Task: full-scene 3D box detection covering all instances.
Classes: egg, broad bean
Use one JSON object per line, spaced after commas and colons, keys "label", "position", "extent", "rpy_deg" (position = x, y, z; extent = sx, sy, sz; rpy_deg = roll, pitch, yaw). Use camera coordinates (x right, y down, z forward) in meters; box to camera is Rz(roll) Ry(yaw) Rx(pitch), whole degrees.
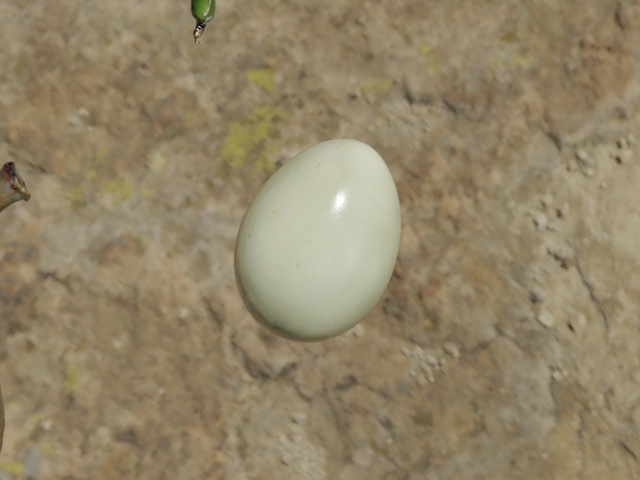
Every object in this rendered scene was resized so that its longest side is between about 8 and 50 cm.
{"label": "egg", "position": [0.000, 0.000, 1.675], "extent": [0.188, 0.188, 0.254], "rpy_deg": [36, 110, 34]}
{"label": "broad bean", "position": [-0.127, -0.347, 1.741], "extent": [0.039, 0.227, 0.069], "rpy_deg": [-5, 48, -25]}

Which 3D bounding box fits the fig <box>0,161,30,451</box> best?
{"label": "fig", "position": [-0.311, 0.076, 1.055], "extent": [0.217, 0.217, 0.321], "rpy_deg": [34, 101, 34]}
